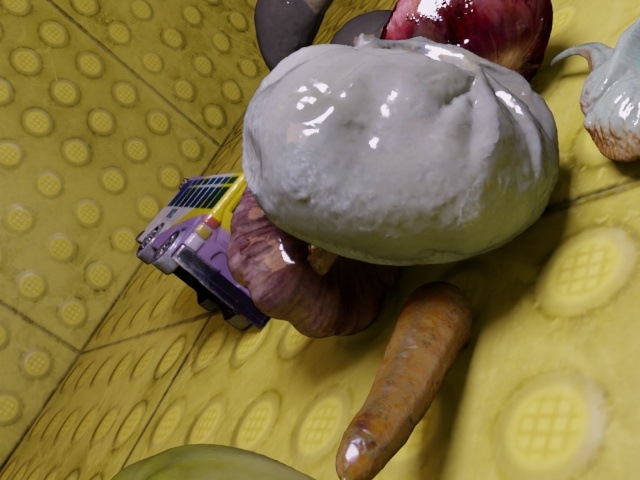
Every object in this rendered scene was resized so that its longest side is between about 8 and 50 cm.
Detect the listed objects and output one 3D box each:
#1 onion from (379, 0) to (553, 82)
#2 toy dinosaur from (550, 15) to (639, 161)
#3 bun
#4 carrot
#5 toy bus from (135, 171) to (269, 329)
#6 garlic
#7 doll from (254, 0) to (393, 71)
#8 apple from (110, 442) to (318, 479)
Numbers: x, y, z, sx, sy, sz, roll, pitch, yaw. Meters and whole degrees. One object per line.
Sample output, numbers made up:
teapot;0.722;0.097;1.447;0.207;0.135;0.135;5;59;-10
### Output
onion;0.196;-0.293;0.900;0.252;0.252;0.219;-37;60;31
toy dinosaur;0.333;-0.179;0.660;0.206;0.092;0.393;-53;28;8
bun;0.079;-0.116;0.696;0.355;0.354;0.194;-89;5;-59
carrot;0.071;0.131;0.571;0.078;0.078;0.298;-33;6;37
toy bus;-0.201;-0.003;1.270;0.249;0.209;0.439;-53;21;-12
garlic;0.000;0.000;0.812;0.160;0.244;0.245;-51;12;53
doll;0.049;-0.374;1.204;0.382;0.379;0.252;-32;10;31
apple;-0.071;0.286;0.479;0.279;0.279;0.279;-42;22;21
